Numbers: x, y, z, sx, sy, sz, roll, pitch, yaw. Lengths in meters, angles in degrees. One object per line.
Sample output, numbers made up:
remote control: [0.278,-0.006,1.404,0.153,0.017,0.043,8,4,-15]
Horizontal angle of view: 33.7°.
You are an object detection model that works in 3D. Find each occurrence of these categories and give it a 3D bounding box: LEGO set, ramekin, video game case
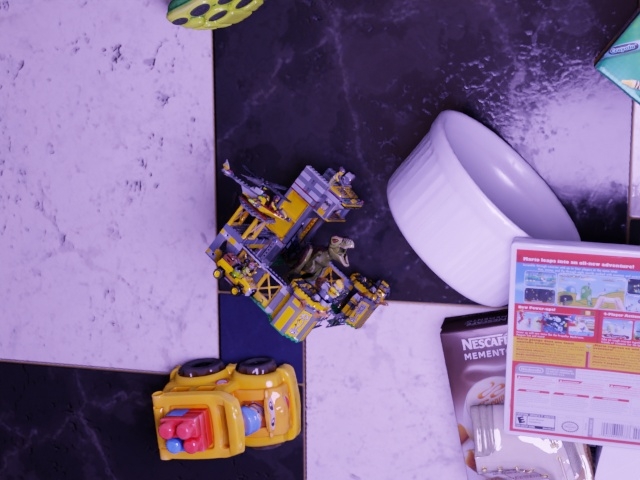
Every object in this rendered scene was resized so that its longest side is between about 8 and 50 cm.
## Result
LEGO set: [0.000,0.000,1.547,0.255,0.331,0.192,45,107,25]
ramekin: [0.223,-0.039,1.489,0.277,0.277,0.135,47,115,3]
video game case: [0.344,0.137,1.367,0.204,0.025,0.285,4,114,15]

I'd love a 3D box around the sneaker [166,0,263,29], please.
sneaker: [-0.121,-0.431,1.606,0.295,0.109,0.124,-38,66,20]

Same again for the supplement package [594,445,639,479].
supplement package: [0.502,0.266,1.500,0.194,0.203,0.149,15,104,13]

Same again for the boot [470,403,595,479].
boot: [0.309,0.327,1.527,0.165,0.077,0.213,-12,92,12]

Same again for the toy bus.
toy bus: [-0.160,0.280,1.679,0.220,0.211,0.150,-4,98,14]

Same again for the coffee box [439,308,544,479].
coffee box: [0.272,0.236,1.610,0.141,0.098,0.247,-11,98,14]

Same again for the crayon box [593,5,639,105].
crayon box: [0.440,-0.270,1.377,0.081,0.278,0.165,40,107,4]

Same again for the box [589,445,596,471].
box: [0.505,0.470,1.603,0.321,0.079,0.257,12,105,13]
